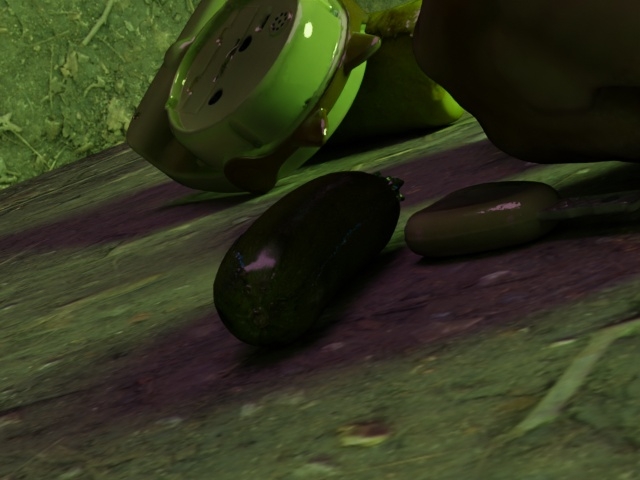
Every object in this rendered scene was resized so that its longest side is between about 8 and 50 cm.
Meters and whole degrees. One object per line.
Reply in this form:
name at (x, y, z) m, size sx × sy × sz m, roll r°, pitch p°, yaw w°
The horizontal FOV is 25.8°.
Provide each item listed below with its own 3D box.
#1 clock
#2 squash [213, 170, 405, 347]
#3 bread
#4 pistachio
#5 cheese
clock at (-0.072, -0.198, 1.700) m, size 0.348 × 0.117 × 0.286 m, roll 12°, pitch 69°, yaw 56°
squash at (0.000, -0.001, 1.047) m, size 0.087 × 0.087 × 0.331 m, roll -13°, pitch 11°, yaw 24°
bread at (0.034, -0.209, 1.808) m, size 0.112 × 0.166 × 0.383 m, roll 1°, pitch -4°, yaw -42°
pistachio at (0.284, -0.195, 1.028) m, size 0.445 × 0.281 × 0.365 m, roll -16°, pitch 34°, yaw 10°
cheese at (0.153, -0.020, 1.010) m, size 0.192 × 0.037 × 0.097 m, roll -5°, pitch 18°, yaw 47°
